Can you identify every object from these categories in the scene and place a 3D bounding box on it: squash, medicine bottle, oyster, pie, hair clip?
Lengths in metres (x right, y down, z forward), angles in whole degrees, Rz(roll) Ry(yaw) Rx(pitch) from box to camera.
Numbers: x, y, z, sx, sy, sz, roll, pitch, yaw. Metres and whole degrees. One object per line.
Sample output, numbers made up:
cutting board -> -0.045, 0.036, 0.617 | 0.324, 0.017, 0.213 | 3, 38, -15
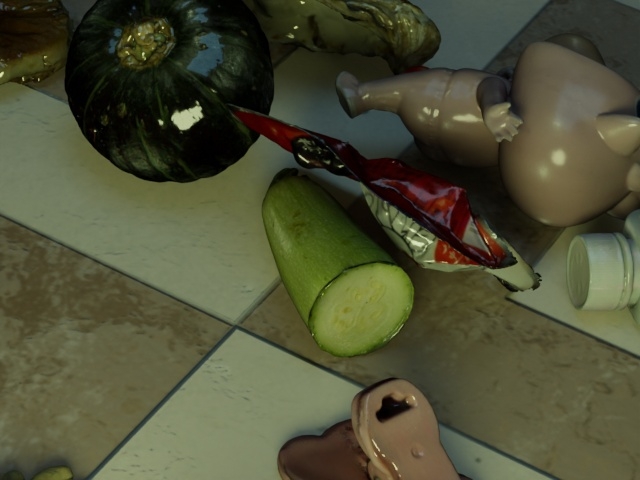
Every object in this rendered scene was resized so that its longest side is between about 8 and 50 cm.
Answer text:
squash -> 0.000, 0.000, 1.549 | 0.094, 0.094, 0.224 | -7, 34, -18
squash -> -0.129, -0.143, 1.625 | 0.193, 0.156, 0.193 | -22, 48, 27
medicine bottle -> 0.304, 0.025, 1.569 | 0.183, 0.069, 0.119 | -2, 43, -10
oyster -> -0.030, -0.234, 1.733 | 0.166, 0.094, 0.294 | 8, -9, 45
pie -> -0.321, -0.198, 1.751 | 0.195, 0.046, 0.195 | 5, 40, -5
hair clip -> 0.053, 0.178, 1.375 | 0.123, 0.102, 0.138 | -28, 84, -34

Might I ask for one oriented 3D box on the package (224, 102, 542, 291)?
package -> 0.059, -0.038, 1.537 | 0.269, 0.194, 0.071 | 37, 85, 21

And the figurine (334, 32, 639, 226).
figurine -> 0.171, -0.120, 1.652 | 0.287, 0.176, 0.186 | 14, 63, 29

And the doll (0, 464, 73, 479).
doll -> -0.210, 0.189, 1.320 | 0.061, 0.051, 0.093 | 32, 16, 28
